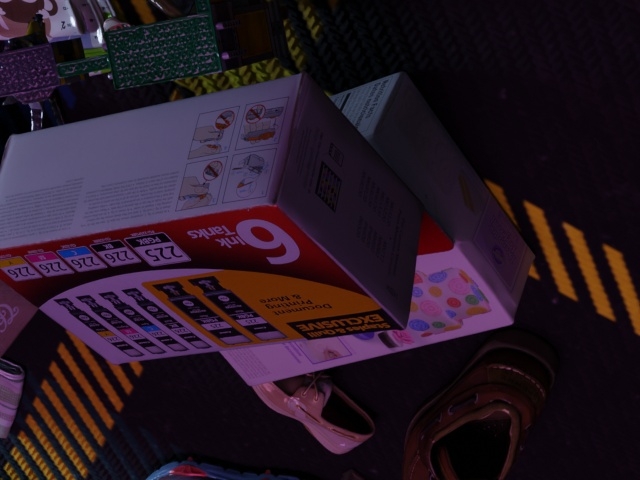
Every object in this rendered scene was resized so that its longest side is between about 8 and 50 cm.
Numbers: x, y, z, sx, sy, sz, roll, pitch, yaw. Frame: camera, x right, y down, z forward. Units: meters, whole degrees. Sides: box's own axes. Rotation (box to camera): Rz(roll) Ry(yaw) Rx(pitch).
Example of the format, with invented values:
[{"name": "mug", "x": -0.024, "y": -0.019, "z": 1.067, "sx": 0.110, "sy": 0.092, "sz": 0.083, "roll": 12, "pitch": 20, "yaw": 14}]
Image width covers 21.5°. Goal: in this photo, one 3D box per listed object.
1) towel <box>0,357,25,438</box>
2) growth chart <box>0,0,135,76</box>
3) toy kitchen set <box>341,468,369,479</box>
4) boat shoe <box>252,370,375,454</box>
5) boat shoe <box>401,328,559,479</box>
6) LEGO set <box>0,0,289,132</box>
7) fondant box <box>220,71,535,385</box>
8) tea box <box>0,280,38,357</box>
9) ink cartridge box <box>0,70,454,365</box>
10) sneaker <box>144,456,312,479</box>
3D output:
[{"name": "towel", "x": -0.418, "y": 0.180, "z": 2.033, "sx": 0.113, "sy": 0.023, "sz": 0.152, "roll": 26, "pitch": 138, "yaw": 2}, {"name": "growth chart", "x": -0.272, "y": -0.238, "z": 1.542, "sx": 0.172, "sy": 0.021, "sz": 0.237, "roll": -13, "pitch": 123, "yaw": 34}, {"name": "toy kitchen set", "x": 0.034, "y": 0.320, "z": 1.917, "sx": 0.083, "sy": 0.068, "sz": 0.075, "roll": 41, "pitch": 136, "yaw": -15}, {"name": "boat shoe", "x": -0.008, "y": 0.163, "z": 1.791, "sx": 0.059, "sy": 0.063, "sz": 0.170, "roll": -26, "pitch": 127, "yaw": 38}, {"name": "boat shoe", "x": 0.144, "y": 0.214, "z": 1.729, "sx": 0.111, "sy": 0.104, "sz": 0.307, "roll": 23, "pitch": 138, "yaw": 3}, {"name": "LEGO set", "x": -0.174, "y": -0.230, "z": 1.424, "sx": 0.331, "sy": 0.192, "sz": 0.255, "roll": -16, "pitch": 96, "yaw": 20}, {"name": "fondant box", "x": 0.000, "y": 0.000, "z": 1.594, "sx": 0.330, "sy": 0.096, "sz": 0.238, "roll": -16, "pitch": 124, "yaw": 38}, {"name": "tea box", "x": -0.463, "y": 0.102, "z": 1.657, "sx": 0.220, "sy": 0.329, "sz": 0.323, "roll": 39, "pitch": 176, "yaw": -15}, {"name": "ink cartridge box", "x": -0.081, "y": 0.008, "z": 1.426, "sx": 0.309, "sy": 0.130, "sz": 0.272, "roll": -9, "pitch": 145, "yaw": 32}, {"name": "sneaker", "x": -0.116, "y": 0.330, "z": 1.958, "sx": 0.262, "sy": 0.125, "sz": 0.104, "roll": -1, "pitch": 131, "yaw": 27}]
